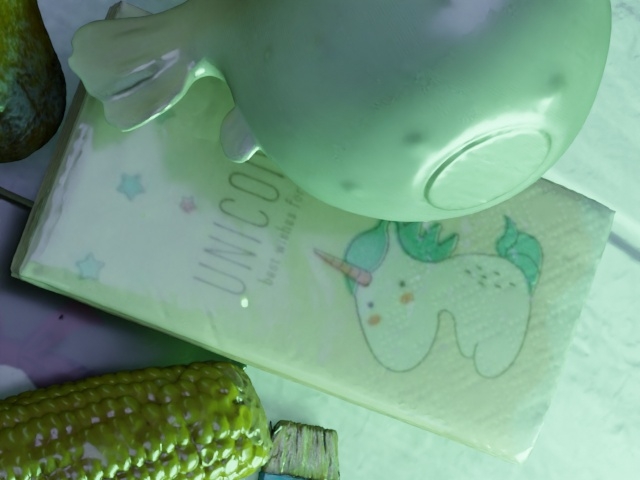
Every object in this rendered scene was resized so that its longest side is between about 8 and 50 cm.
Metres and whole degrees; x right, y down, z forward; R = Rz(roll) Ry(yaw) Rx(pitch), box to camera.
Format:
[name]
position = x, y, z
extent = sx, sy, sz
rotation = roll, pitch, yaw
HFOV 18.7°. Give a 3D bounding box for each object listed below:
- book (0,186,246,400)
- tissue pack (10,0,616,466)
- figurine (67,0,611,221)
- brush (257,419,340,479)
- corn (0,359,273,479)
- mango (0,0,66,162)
[book]
position = -0.171, 0.130, 1.114
extent = 0.201, 0.026, 0.289
rotation = 25, 79, -17
[tissue pack]
position = 0.000, 0.000, 1.129
extent = 0.325, 0.071, 0.170
rotation = 21, 82, -16
[figurine]
position = -0.025, -0.177, 1.056
extent = 0.274, 0.227, 0.394
rotation = -25, 64, -9
[brush]
position = -0.020, 0.191, 1.167
extent = 0.051, 0.014, 0.164
rotation = 11, 84, -16
[corn]
position = -0.150, 0.126, 1.058
extent = 0.261, 0.097, 0.097
rotation = -14, 91, -25
[mango]
position = -0.247, -0.173, 1.051
extent = 0.193, 0.146, 0.316
rotation = -38, 115, -24
